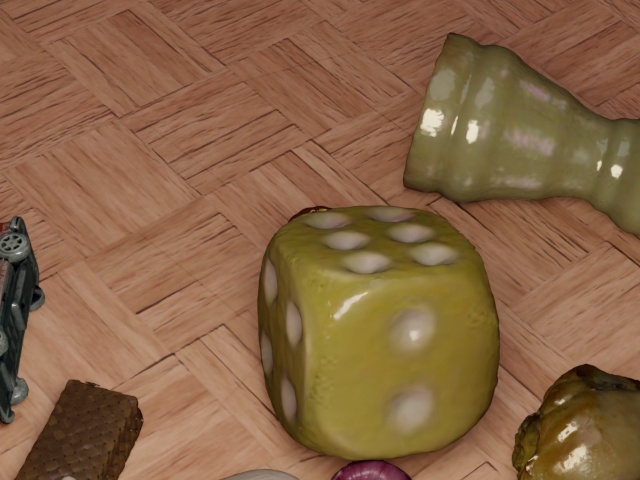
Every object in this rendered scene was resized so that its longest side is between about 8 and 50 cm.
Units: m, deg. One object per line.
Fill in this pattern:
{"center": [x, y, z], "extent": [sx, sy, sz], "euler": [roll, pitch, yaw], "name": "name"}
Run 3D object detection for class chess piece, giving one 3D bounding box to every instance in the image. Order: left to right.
{"center": [0.350, -0.123, 1.998], "extent": [0.442, 0.234, 0.234], "euler": [16, 47, 5], "name": "chess piece"}

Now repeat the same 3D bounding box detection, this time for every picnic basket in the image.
{"center": [-0.281, 0.244, 1.681], "extent": [0.110, 0.055, 0.193], "euler": [15, 45, 8], "name": "picnic basket"}

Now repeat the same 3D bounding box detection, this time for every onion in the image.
{"center": [0.057, 0.302, 1.641], "extent": [0.115, 0.104, 0.115], "euler": [0, 88, 6], "name": "onion"}

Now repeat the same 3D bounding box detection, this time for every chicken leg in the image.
{"center": [0.406, 0.226, 1.728], "extent": [0.429, 0.153, 0.201], "euler": [-11, 58, -26], "name": "chicken leg"}

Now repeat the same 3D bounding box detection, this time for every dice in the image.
{"center": [0.059, 0.102, 1.686], "extent": [0.226, 0.233, 0.238], "euler": [-5, 22, -18], "name": "dice"}

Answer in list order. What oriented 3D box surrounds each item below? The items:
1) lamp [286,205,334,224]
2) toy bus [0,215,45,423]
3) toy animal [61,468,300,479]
{"center": [0.000, 0.000, 1.919], "extent": [0.101, 0.090, 0.101], "euler": [3, 45, -3], "name": "lamp"}
{"center": [-0.412, 0.100, 1.766], "extent": [0.119, 0.121, 0.265], "euler": [-3, 47, 3], "name": "toy bus"}
{"center": [-0.144, 0.321, 1.569], "extent": [0.282, 0.141, 0.138], "euler": [-5, 38, -15], "name": "toy animal"}
